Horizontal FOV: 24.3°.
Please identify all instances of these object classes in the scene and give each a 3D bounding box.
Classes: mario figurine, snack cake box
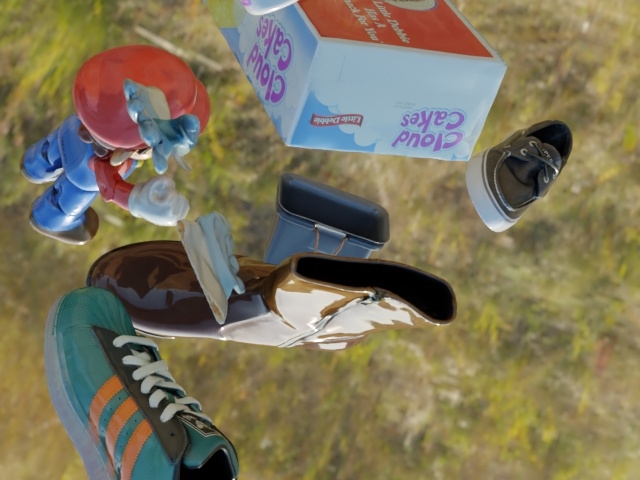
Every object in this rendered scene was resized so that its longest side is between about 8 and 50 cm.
[{"bbox_3d":[-0.207,-0.105,1.622,0.198,0.170,0.320,50,143,-5],"label":"mario figurine"},{"bbox_3d":[0.016,-0.168,1.160,0.152,0.264,0.089,5,121,-24],"label":"snack cake box"}]

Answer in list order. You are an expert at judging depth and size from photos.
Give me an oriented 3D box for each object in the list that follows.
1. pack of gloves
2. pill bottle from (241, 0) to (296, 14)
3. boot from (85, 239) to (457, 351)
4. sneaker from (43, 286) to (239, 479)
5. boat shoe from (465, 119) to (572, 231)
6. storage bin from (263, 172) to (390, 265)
[{"bbox_3d":[-0.093,-0.044,1.190,0.232,0.046,0.195,-81,-33,-86],"label":"pack of gloves"},{"bbox_3d":[-0.033,-0.149,0.681,0.043,0.043,0.083,-7,120,43],"label":"pill bottle"},{"bbox_3d":[-0.054,0.048,1.268,0.264,0.096,0.280,18,170,-14],"label":"boot"},{"bbox_3d":[-0.129,0.159,1.208,0.121,0.302,0.108,-32,156,23],"label":"sneaker"},{"bbox_3d":[0.217,-0.076,1.548,0.076,0.228,0.080,-29,93,28],"label":"boat shoe"},{"bbox_3d":[0.000,0.000,1.689,0.135,0.098,0.091,18,123,-11],"label":"storage bin"}]
